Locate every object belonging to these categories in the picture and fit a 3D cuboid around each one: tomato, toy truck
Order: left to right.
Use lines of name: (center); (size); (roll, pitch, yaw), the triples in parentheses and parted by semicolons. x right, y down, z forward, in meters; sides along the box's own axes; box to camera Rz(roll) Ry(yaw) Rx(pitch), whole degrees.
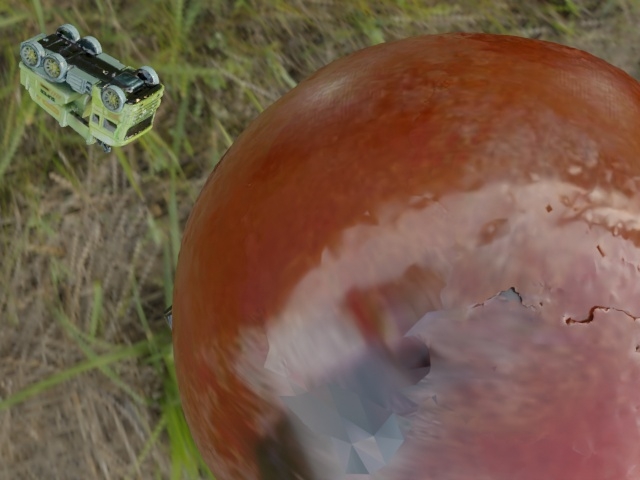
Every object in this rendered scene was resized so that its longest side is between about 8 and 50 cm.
toy truck: (-0.263, -0.166, 1.612); (0.077, 0.169, 0.100); (-41, 154, -48)
tomato: (0.048, 0.032, 0.508); (0.208, 0.184, 0.208); (5, 117, 10)

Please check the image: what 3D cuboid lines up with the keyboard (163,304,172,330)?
keyboard: (0.000, 0.000, 1.226); (0.317, 0.027, 0.106); (-42, 125, -23)
